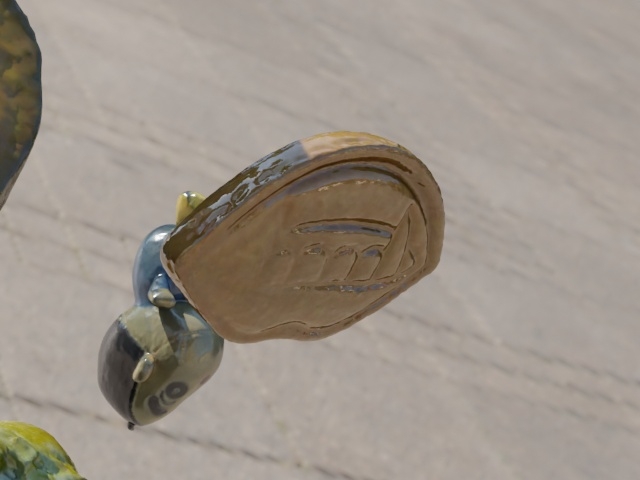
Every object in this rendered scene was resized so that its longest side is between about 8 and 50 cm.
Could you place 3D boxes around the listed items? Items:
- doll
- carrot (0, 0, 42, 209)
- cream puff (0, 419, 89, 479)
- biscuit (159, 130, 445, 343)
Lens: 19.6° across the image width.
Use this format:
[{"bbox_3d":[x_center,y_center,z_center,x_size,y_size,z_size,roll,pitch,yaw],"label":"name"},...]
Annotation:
[{"bbox_3d":[-0.104,0.055,1.335,0.089,0.179,0.102,24,4,21],"label":"doll"},{"bbox_3d":[-0.273,-0.070,0.954,0.241,0.341,0.242,14,54,-20],"label":"carrot"},{"bbox_3d":[-0.249,0.239,1.136,0.185,0.282,0.282,12,15,11],"label":"cream puff"},{"bbox_3d":[0.000,0.000,1.086,0.220,0.142,0.029,6,29,-48],"label":"biscuit"}]
